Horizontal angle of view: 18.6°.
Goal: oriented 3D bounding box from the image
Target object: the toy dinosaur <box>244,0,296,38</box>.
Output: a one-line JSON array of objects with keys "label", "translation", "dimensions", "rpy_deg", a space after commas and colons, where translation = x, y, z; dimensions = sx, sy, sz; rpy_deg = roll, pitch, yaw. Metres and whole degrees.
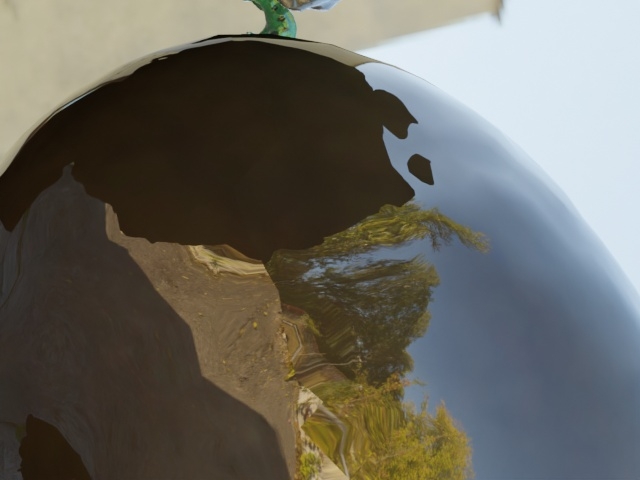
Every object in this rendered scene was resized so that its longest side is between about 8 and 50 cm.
[{"label": "toy dinosaur", "translation": [-0.024, -0.149, 1.346], "dimensions": [0.083, 0.021, 0.062], "rpy_deg": [47, -60, -4]}]

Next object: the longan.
[{"label": "longan", "translation": [-0.012, 0.070, 0.696], "dimensions": [0.297, 0.297, 0.297], "rpy_deg": [166, -90, -73]}]

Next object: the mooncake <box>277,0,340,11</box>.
[{"label": "mooncake", "translation": [-0.027, -0.250, 1.195], "dimensions": [0.228, 0.124, 0.228], "rpy_deg": [47, 19, -21]}]
